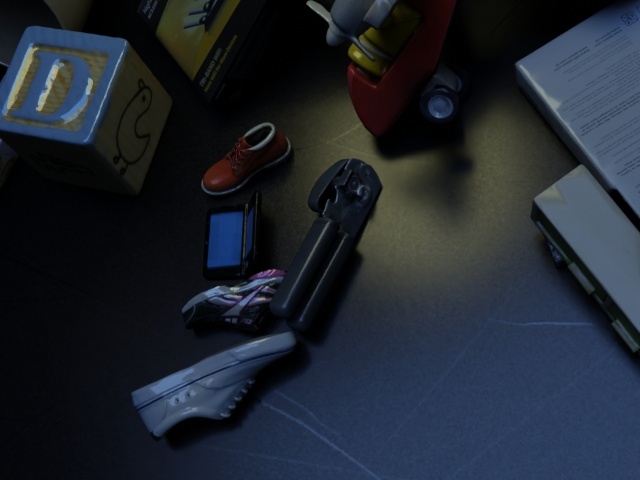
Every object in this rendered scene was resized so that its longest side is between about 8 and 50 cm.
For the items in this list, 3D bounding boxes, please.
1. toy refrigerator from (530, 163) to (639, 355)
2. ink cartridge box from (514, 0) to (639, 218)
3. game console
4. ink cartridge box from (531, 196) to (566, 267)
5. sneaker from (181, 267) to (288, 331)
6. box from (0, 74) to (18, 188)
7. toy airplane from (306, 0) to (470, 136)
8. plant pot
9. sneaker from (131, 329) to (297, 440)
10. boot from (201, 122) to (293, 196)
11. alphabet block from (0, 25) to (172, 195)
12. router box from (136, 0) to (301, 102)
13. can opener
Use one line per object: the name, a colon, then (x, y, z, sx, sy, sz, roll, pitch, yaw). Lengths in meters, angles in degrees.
toy refrigerator: (0.398, 0.038, 1.478, 0.094, 0.102, 0.269, -36, 75, -1)
ink cartridge box: (0.507, -0.214, 1.590, 0.324, 0.071, 0.330, -31, 66, -1)
game console: (-0.136, -0.009, 1.680, 0.071, 0.107, 0.122, 6, 69, -13)
ink cartridge box: (0.350, -0.025, 1.578, 0.062, 0.029, 0.115, -18, 66, 6)
sneaker: (-0.122, 0.104, 1.632, 0.178, 0.072, 0.077, -21, 72, 10)
box: (-0.568, -0.123, 1.840, 0.063, 0.067, 0.324, 19, 74, 20)
toy airplane: (0.119, -0.385, 1.586, 0.272, 0.386, 0.384, 17, 73, 7)
plant pot: (-0.482, -0.472, 1.876, 0.256, 0.256, 0.274, 12, 57, 19)
sneaker: (-0.145, 0.211, 1.595, 0.258, 0.094, 0.091, -24, 89, 5)
boot: (-0.126, -0.131, 1.717, 0.158, 0.084, 0.059, -32, 66, 3)
alphabet block: (-0.380, -0.205, 1.751, 0.193, 0.197, 0.192, 13, 74, 19)
router box: (-0.147, -0.413, 1.745, 0.243, 0.081, 0.309, 51, 125, 27)
can opener: (0.000, 0.000, 1.639, 0.095, 0.076, 0.283, 5, 60, 51)
